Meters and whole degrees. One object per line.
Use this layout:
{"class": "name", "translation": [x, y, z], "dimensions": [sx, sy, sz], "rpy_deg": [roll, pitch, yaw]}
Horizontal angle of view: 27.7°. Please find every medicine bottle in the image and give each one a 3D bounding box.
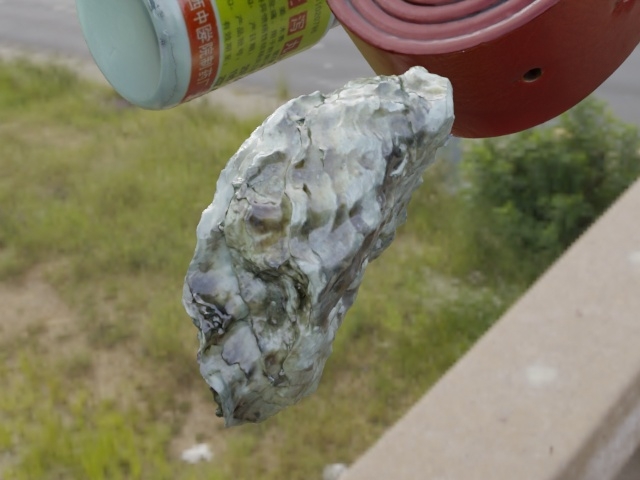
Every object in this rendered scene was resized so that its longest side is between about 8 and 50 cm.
{"class": "medicine bottle", "translation": [-0.066, -0.199, 1.003], "dimensions": [0.225, 0.139, 0.139], "rpy_deg": [-29, 36, -33]}

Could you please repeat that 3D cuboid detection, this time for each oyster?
{"class": "oyster", "translation": [0.000, 0.000, 0.587], "dimensions": [0.064, 0.177, 0.125], "rpy_deg": [21, 8, 27]}

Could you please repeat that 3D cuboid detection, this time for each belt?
{"class": "belt", "translation": [0.127, -0.233, 0.868], "dimensions": [0.227, 0.115, 0.324], "rpy_deg": [7, 69, 27]}
